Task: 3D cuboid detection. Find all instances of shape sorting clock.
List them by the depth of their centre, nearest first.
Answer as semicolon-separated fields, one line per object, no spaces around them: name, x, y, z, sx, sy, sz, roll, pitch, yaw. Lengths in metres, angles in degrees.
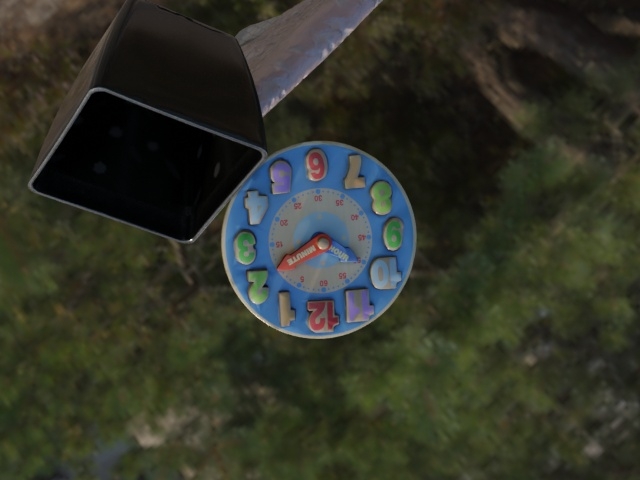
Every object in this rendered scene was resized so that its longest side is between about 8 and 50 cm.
shape sorting clock;0.000;0.000;1.507;0.206;0.206;0.040;-39;-166;-4

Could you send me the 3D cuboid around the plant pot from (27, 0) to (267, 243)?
plant pot;-0.172;-0.134;1.499;0.187;0.167;0.188;20;140;-22

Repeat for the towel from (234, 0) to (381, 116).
towel;-0.083;-0.222;1.875;0.317;0.053;0.332;-17;-154;51
